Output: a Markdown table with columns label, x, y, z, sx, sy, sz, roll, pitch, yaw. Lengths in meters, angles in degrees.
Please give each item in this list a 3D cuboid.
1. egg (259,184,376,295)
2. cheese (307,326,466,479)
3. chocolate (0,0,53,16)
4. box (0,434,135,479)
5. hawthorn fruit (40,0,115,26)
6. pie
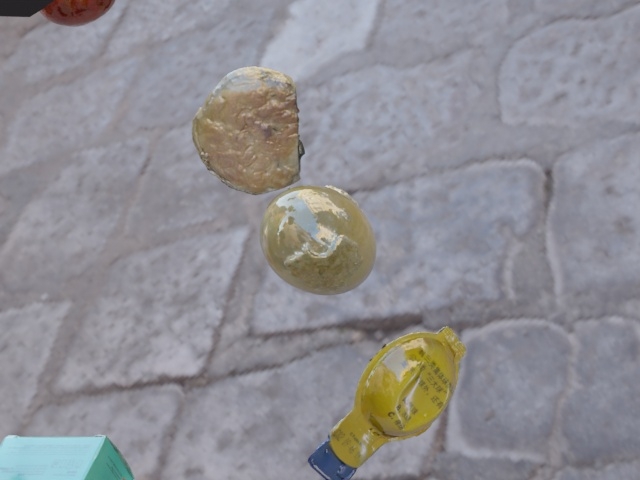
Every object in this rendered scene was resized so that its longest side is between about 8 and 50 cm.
| label | x | y | z | sx | sy | sz | roll | pitch | yaw |
| --- | --- | --- | --- | --- | --- | --- | --- | --- | --- |
| egg | -0.001 | 0.003 | 1.745 | 0.164 | 0.201 | 0.164 | -22 | 53 | 31 |
| cheese | 0.096 | 0.229 | 1.627 | 0.270 | 0.177 | 0.069 | -45 | 38 | -6 |
| chocolate | -0.368 | -0.366 | 1.208 | 0.177 | 0.224 | 0.206 | 58 | 135 | 27 |
| box | -0.431 | 0.439 | 1.733 | 0.205 | 0.118 | 0.311 | -7 | 39 | 26 |
| hawthorn fruit | -0.350 | -0.363 | 1.666 | 0.133 | 0.133 | 0.138 | -42 | 5 | -11 |
| pie | -0.118 | -0.177 | 1.925 | 0.185 | 0.218 | 0.052 | -5 | 28 | -9 |
